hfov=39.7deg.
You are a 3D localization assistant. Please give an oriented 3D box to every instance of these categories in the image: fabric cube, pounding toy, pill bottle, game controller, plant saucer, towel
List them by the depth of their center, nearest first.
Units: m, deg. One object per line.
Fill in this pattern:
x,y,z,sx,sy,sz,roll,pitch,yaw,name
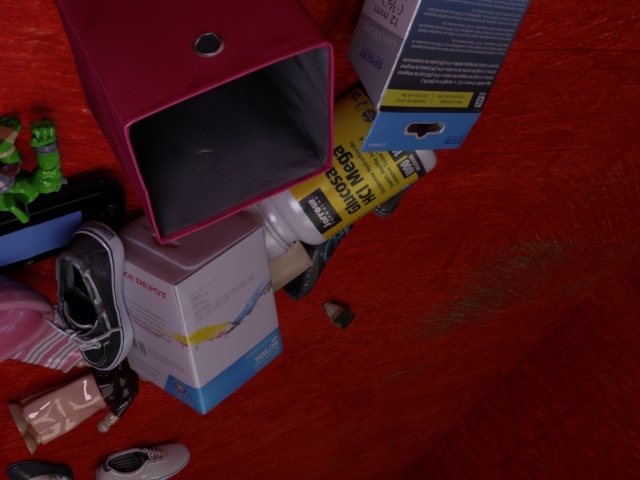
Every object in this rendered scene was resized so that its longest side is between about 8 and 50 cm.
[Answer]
-0.152,-0.202,1.099,0.254,0.258,0.259,-24,153,-14,fabric cube
-0.447,-0.006,1.333,0.319,0.067,0.166,-20,151,-22,game controller
-0.582,0.142,1.364,0.332,0.084,0.332,-25,167,-6,plant saucer
0.014,-0.113,1.506,0.334,0.188,0.188,-34,154,4,pill bottle
-0.487,0.187,1.645,0.144,0.029,0.197,-38,148,12,towel
-0.152,0.035,1.658,0.206,0.181,0.094,-36,126,-9,pounding toy

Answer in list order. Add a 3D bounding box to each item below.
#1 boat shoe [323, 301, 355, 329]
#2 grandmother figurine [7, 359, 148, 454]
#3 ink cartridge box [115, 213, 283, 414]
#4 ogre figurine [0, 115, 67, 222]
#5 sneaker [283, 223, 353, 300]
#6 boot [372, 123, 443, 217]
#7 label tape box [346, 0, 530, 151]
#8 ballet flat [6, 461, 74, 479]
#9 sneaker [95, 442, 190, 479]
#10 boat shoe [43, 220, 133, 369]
0.046,0.185,2.227,0.056,0.048,0.153,-47,159,3,boat shoe
-0.456,0.301,1.821,0.342,0.104,0.207,-24,138,-20,grandmother figurine
-0.211,0.098,1.470,0.197,0.198,0.270,-36,134,-35,ink cartridge box
-0.430,-0.086,1.186,0.197,0.097,0.118,-38,144,-13,ogre figurine
0.000,0.000,1.761,0.140,0.125,0.340,-22,155,-31,sneaker
0.180,-0.157,1.697,0.208,0.076,0.189,-48,-176,43,boot
0.174,-0.310,1.336,0.249,0.115,0.347,-7,130,-42,label tape box
-0.649,0.562,2.087,0.074,0.074,0.203,-37,153,10,ballet flat
-0.449,0.578,2.300,0.258,0.094,0.091,-10,151,-36,sneaker
-0.361,0.114,1.379,0.105,0.113,0.306,-55,167,-45,boat shoe
